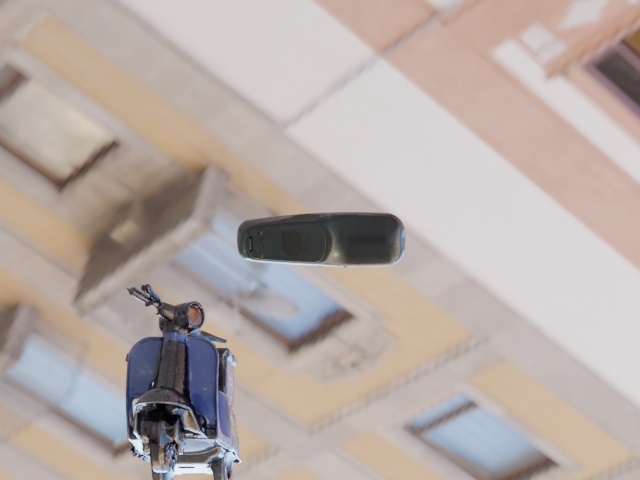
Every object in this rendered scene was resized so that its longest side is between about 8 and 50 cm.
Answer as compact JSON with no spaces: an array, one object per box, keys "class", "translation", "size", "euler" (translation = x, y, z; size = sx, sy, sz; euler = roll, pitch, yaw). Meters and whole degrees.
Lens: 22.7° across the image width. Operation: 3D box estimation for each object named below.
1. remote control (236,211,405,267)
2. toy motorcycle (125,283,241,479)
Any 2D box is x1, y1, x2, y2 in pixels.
[{"class":"remote control","translation":[0.000,0.000,2.080],"size":[0.042,0.222,0.072],"euler":[-62,151,-78]},{"class":"toy motorcycle","translation":[-0.168,0.189,1.913],"size":[0.358,0.125,0.213],"euler":[76,13,-74]}]
